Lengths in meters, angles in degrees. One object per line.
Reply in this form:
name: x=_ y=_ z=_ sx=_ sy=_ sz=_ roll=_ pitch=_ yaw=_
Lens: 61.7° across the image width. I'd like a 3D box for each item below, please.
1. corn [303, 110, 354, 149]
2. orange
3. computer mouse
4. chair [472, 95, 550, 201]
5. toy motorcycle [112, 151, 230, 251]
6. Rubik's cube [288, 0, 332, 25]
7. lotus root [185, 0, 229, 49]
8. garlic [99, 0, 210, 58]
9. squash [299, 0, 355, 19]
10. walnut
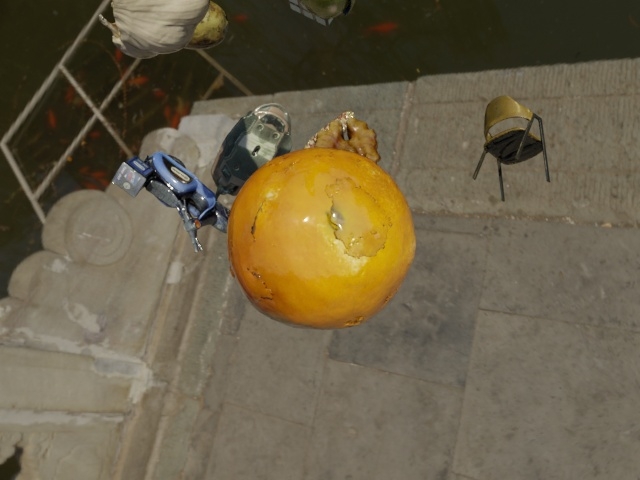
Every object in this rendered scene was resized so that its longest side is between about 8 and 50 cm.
corn: x=0.032 y=-0.381 z=1.957 sx=0.237 sy=0.080 sz=0.079 roll=-37 pitch=58 yaw=25
orange: x=0.000 y=0.000 z=0.702 sx=0.246 sy=0.246 sz=0.245 roll=-10 pitch=69 yaw=29
computer mouse: x=-0.232 y=-0.274 z=1.710 sx=0.389 sy=0.200 sz=0.115 roll=-53 pitch=29 yaw=19
chair: x=0.547 y=-0.273 z=1.541 sx=0.159 sy=0.173 sz=0.246 roll=-27 pitch=40 yaw=52
toy motorcycle: x=-0.419 y=-0.121 z=1.607 sx=0.125 sy=0.359 sz=0.212 roll=-47 pitch=10 yaw=30
Rubik's cube: x=-0.010 y=-0.843 z=1.774 sx=0.161 sy=0.163 sz=0.162 roll=30 pitch=87 yaw=10
lotus root: x=-0.358 y=-0.591 z=1.480 sx=0.214 sy=0.138 sz=0.138 roll=-14 pitch=60 yaw=-16
garlic: x=-0.269 y=-0.401 z=0.908 sx=0.229 sy=0.143 sz=0.177 roll=-53 pitch=16 yaw=47
squash: x=-0.008 y=-0.339 z=0.493 sx=0.095 sy=0.341 sz=0.094 roll=-2 pitch=72 yaw=5
walnut: x=0.059 y=-0.192 z=1.192 sx=0.143 sy=0.069 sz=0.170 roll=-7 pitch=62 yaw=2
